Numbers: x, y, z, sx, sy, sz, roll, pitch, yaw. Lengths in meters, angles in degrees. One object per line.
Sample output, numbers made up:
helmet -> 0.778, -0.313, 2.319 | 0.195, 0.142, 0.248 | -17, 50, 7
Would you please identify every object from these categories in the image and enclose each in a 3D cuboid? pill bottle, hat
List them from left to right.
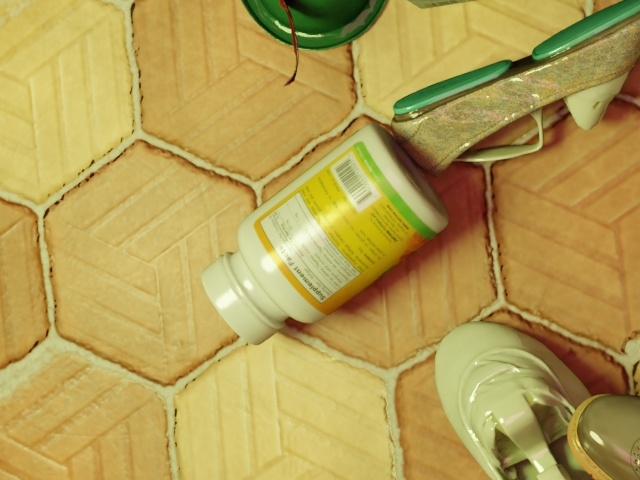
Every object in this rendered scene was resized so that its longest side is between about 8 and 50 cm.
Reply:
hat -> -0.020, -0.285, 1.835 | 0.173, 0.183, 0.208 | -43, 81, 10
pill bottle -> 0.000, 0.000, 1.857 | 0.245, 0.136, 0.136 | -37, 82, 11

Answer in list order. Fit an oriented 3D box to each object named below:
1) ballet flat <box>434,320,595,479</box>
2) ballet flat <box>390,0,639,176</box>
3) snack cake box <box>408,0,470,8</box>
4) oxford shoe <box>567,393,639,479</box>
ballet flat -> 0.227, 0.218, 1.738 | 0.139, 0.139, 0.400 | -37, 58, 11
ballet flat -> 0.229, -0.153, 1.831 | 0.316, 0.107, 0.106 | -22, 104, 18
snack cake box -> 0.209, -0.304, 1.796 | 0.264, 0.152, 0.089 | -7, 88, 13
oxford shoe -> 0.405, 0.209, 1.621 | 0.363, 0.133, 0.130 | 19, 60, 14
